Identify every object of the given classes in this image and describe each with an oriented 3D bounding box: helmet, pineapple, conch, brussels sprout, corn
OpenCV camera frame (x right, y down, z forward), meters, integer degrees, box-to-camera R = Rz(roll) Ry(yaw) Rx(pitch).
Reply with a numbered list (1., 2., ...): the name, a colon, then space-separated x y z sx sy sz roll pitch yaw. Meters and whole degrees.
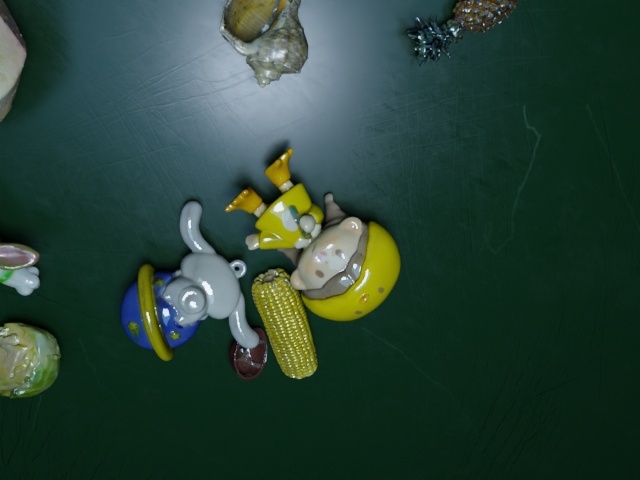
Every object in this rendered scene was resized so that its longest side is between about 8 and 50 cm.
1. helmet: -0.162 0.235 1.289 0.089 0.057 0.111 4 92 -44
2. pineapple: 0.256 -0.397 1.076 0.221 0.103 0.083 -33 77 7
3. conch: -0.091 -0.363 1.027 0.155 0.130 0.207 8 94 -42
4. brussels sprout: -0.586 0.236 1.207 0.149 0.122 0.151 -35 76 0
5. corn: -0.069 0.174 1.258 0.094 0.093 0.244 -19 113 0

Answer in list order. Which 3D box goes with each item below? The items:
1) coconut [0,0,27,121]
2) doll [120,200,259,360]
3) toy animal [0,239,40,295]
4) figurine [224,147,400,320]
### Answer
1. coconut: -0.624 -0.313 0.879 0.353 0.352 0.352 -2 111 -6
2. doll: -0.269 0.086 1.161 0.243 0.159 0.310 -8 97 8
3. toy animal: -0.650 0.014 1.037 0.363 0.181 0.180 46 55 -27
4. figurine: 0.000 0.000 1.157 0.215 0.187 0.343 -38 105 18
